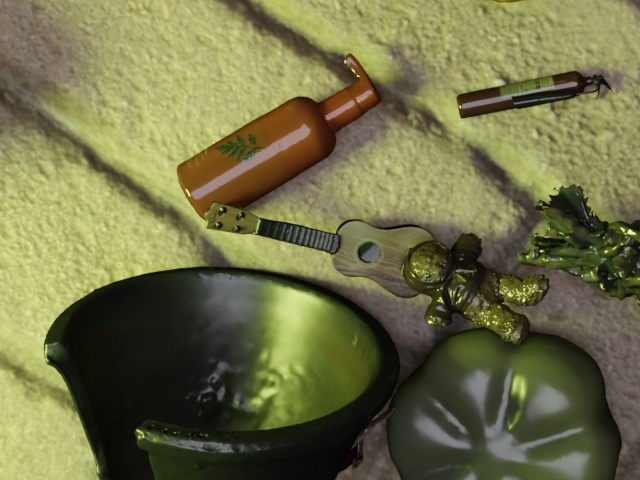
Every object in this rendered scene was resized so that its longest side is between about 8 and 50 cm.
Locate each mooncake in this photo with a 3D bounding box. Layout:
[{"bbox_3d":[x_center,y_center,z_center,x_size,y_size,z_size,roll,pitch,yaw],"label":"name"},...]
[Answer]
[{"bbox_3d":[0.203,0.225,1.723,0.275,0.135,0.274,1,96,10],"label":"mooncake"}]

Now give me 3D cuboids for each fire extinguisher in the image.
[{"bbox_3d":[0.239,-0.164,1.723,0.173,0.049,0.035,-11,87,7],"label":"fire extinguisher"}]

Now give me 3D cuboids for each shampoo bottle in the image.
[{"bbox_3d":[-0.043,-0.111,1.740,0.244,0.085,0.085,-32,91,7],"label":"shampoo bottle"}]

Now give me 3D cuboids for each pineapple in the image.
[{"bbox_3d":[0.392,0.054,1.677,0.361,0.175,0.175,17,97,11],"label":"pineapple"}]

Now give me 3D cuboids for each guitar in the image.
[{"bbox_3d":[-0.001,0.000,1.738,0.271,0.038,0.083,13,96,-11],"label":"guitar"}]

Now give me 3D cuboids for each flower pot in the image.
[{"bbox_3d":[-0.103,0.213,1.679,0.379,0.379,0.251,5,115,5],"label":"flower pot"}]

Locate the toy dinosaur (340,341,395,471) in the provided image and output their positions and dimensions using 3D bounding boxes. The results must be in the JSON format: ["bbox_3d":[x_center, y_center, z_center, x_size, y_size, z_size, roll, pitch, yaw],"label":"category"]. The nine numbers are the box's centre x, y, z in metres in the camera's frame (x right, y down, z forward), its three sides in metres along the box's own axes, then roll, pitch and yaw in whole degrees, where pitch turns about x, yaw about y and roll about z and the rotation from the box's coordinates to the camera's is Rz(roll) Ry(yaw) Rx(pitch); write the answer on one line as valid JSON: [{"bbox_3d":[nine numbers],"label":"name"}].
[{"bbox_3d":[0.043,0.189,1.748,0.032,0.108,0.220,1,129,-22],"label":"toy dinosaur"}]

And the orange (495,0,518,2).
[{"bbox_3d":[0.216,-0.384,1.635,0.249,0.183,0.248,1,97,7],"label":"orange"}]

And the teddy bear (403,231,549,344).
[{"bbox_3d":[0.168,0.055,1.717,0.160,0.078,0.119,25,70,13],"label":"teddy bear"}]
